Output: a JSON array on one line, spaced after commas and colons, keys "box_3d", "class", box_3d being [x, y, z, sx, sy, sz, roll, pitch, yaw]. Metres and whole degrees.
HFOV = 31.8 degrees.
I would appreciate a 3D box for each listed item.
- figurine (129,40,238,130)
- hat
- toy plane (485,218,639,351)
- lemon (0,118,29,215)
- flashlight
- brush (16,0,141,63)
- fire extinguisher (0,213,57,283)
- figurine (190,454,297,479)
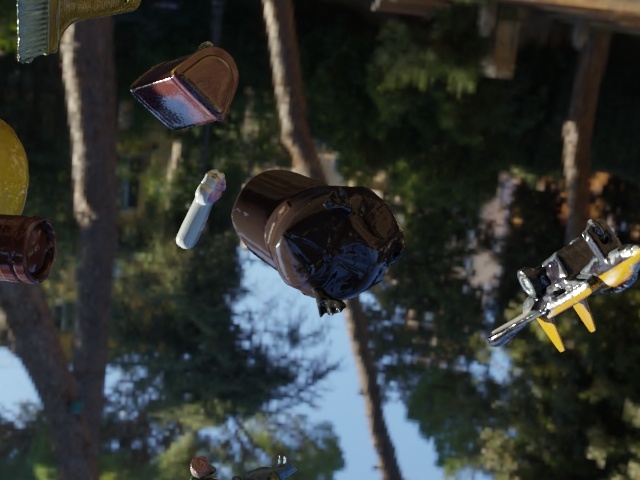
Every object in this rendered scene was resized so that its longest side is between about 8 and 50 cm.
[{"box_3d": [-0.160, -0.196, 1.355, 0.082, 0.098, 0.154, 40, 159, -27], "class": "figurine"}, {"box_3d": [-0.026, -0.006, 2.062, 0.336, 0.238, 0.209, 22, -170, 11], "class": "hat"}, {"box_3d": [0.303, 0.038, 1.302, 0.204, 0.103, 0.316, -30, 163, -12], "class": "toy plane"}, {"box_3d": [-0.614, -0.085, 1.859, 0.253, 0.310, 0.253, 10, 160, 4], "class": "lemon"}, {"box_3d": [-0.255, -0.062, 2.405, 0.047, 0.200, 0.093, 32, -149, 6], "class": "flashlight"}, {"box_3d": [-0.241, -0.239, 1.145, 0.010, 0.083, 0.218, 16, -155, 18], "class": "brush"}, {"box_3d": [-0.512, 0.000, 1.576, 0.269, 0.105, 0.105, 5, -168, 15], "class": "fire extinguisher"}, {"box_3d": [-0.125, 0.366, 1.629, 0.144, 0.178, 0.114, 47, 166, 16], "class": "figurine"}]
